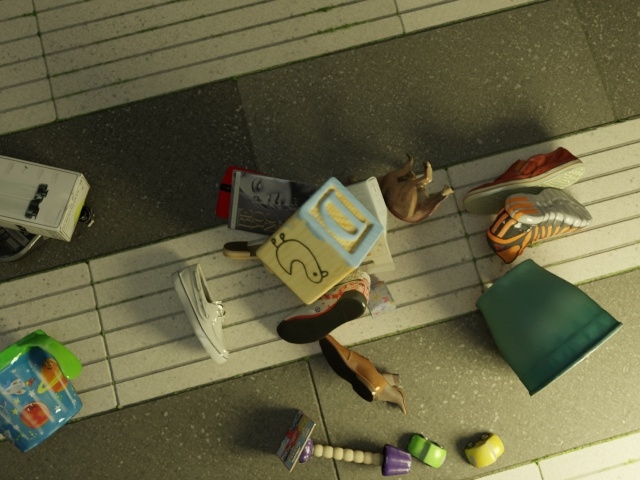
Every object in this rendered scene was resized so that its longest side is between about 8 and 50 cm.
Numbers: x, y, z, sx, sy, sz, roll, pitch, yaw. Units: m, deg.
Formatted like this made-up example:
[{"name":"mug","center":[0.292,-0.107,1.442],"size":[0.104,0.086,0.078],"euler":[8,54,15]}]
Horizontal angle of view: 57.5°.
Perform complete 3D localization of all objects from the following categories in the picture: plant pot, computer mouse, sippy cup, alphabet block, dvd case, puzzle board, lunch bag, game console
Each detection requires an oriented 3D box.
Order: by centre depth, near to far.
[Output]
[{"name":"alphabet block","center":[0.000,0.000,1.401],"size":[0.192,0.197,0.193],"euler":[45,41,-2]},{"name":"sippy cup","center":[-0.710,0.373,1.411],"size":[0.240,0.305,0.224],"euler":[-39,95,-34]},{"name":"plant pot","center":[0.532,0.192,1.424],"size":[0.272,0.271,0.255],"euler":[-36,69,-5]},{"name":"puzzle board","center":[-0.064,0.494,1.451],"size":[0.011,0.096,0.128],"euler":[31,82,-23]},{"name":"lunch bag","center":[0.150,0.151,1.521],"size":[0.071,0.053,0.083],"euler":[-23,57,-3]},{"name":"dvd case","center":[-0.128,-0.089,1.530],"size":[0.221,0.018,0.164],"euler":[11,115,2]},{"name":"computer mouse","center":[-0.751,-0.039,1.543],"size":[0.188,0.072,0.272],"euler":[44,72,8]},{"name":"game console","center":[-0.197,-0.120,1.580],"size":[0.144,0.085,0.124],"euler":[14,51,1]}]

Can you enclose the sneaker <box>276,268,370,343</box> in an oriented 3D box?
[{"name":"sneaker","center":[0.014,0.167,1.504],"size":[0.270,0.145,0.090],"euler":[-29,112,29]}]

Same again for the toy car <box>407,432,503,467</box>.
[{"name":"toy car","center":[0.324,0.562,1.460],"size":[0.225,0.053,0.239],"euler":[27,82,3]}]

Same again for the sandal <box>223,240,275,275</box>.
[{"name":"sandal","center":[-0.135,0.053,1.532],"size":[0.240,0.088,0.079],"euler":[3,116,-9]}]

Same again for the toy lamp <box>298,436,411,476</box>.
[{"name":"toy lamp","center":[0.087,0.534,1.452],"size":[0.275,0.080,0.080],"euler":[9,82,1]}]

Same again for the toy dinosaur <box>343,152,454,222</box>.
[{"name":"toy dinosaur","center":[0.205,-0.103,1.485],"size":[0.200,0.127,0.296],"euler":[-50,44,-4]}]

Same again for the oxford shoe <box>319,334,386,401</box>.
[{"name":"oxford shoe","center":[0.080,0.312,1.489],"size":[0.076,0.076,0.212],"euler":[-32,66,-34]}]

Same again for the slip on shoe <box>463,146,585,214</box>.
[{"name":"slip on shoe","center":[0.528,-0.158,1.547],"size":[0.331,0.123,0.101],"euler":[-21,59,-3]}]

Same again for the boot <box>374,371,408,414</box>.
[{"name":"boot","center":[0.169,0.395,1.495],"size":[0.087,0.042,0.118],"euler":[-14,81,4]}]

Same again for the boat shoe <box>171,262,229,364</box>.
[{"name":"boat shoe","center":[-0.288,0.184,1.499],"size":[0.088,0.096,0.267],"euler":[-29,74,0]}]

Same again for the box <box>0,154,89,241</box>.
[{"name":"box","center":[-0.763,-0.113,1.482],"size":[0.290,0.087,0.169],"euler":[11,70,-3]}]

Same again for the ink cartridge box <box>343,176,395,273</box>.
[{"name":"ink cartridge box","center":[0.092,-0.029,1.501],"size":[0.189,0.066,0.232],"euler":[-14,103,40]}]

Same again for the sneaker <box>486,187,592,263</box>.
[{"name":"sneaker","center":[0.551,-0.034,1.523],"size":[0.321,0.180,0.124],"euler":[1,47,-30]}]
